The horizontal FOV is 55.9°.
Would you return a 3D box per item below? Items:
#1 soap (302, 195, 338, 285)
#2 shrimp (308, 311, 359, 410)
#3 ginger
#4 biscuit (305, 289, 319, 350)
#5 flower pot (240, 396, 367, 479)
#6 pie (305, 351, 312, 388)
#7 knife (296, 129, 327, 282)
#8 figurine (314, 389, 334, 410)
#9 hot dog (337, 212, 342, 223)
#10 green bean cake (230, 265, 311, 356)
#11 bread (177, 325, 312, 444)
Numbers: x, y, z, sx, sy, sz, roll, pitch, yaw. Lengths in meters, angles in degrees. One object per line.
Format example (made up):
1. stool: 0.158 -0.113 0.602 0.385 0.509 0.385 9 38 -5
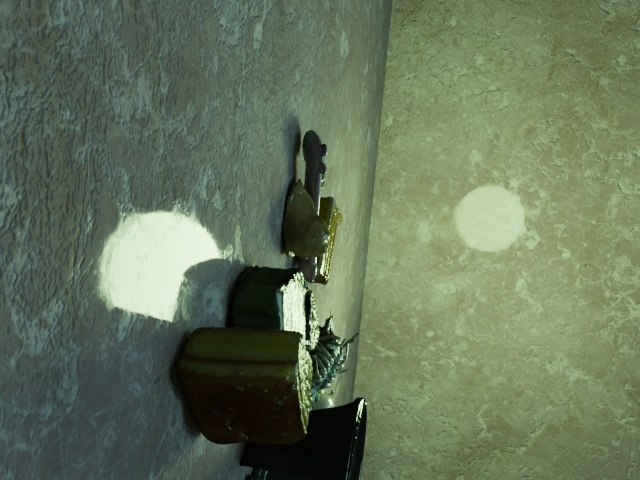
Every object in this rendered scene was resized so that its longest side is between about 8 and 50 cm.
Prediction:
1. soap: 0.000 0.000 1.735 0.140 0.073 0.231 71 28 -72
2. shrimp: 0.003 0.404 1.844 0.221 0.166 0.410 54 55 -46
3. ginger: -0.030 -0.050 1.442 0.115 0.123 0.193 -14 107 -58
4. biscuit: -0.034 0.237 1.698 0.250 0.032 0.133 -60 134 -73
5. flower pot: -0.036 0.532 1.385 0.379 0.251 0.379 5 90 -79
6. pie: -0.068 0.400 1.619 0.277 0.079 0.276 8 90 -82
7. knife: -0.021 -0.080 1.529 0.132 0.038 0.398 -132 -139 -54
8. figurine: -0.009 0.603 2.071 0.147 0.094 0.197 53 49 -44
9. hot dog: 0.058 -0.074 2.142 0.137 0.028 0.044 -45 115 -78
10. green bean cake: -0.094 0.164 1.178 0.222 0.125 0.227 -26 120 -76
11. bread: -0.113 0.238 0.948 0.234 0.184 0.110 85 9 -48
